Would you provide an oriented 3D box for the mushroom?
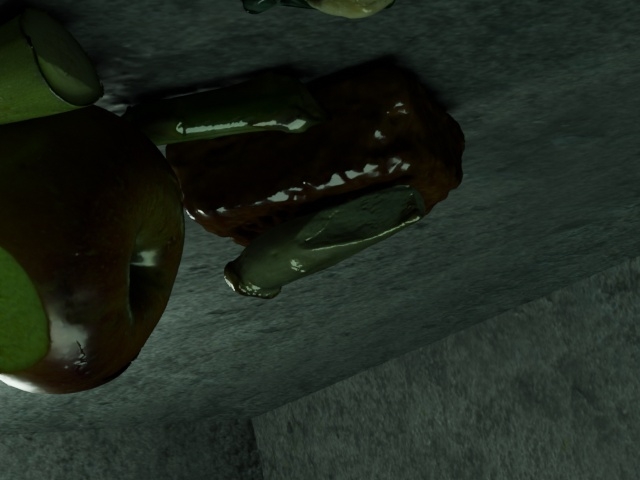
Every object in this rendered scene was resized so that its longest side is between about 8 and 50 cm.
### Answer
[{"bbox_3d":[-0.003,0.000,2.001,0.333,0.087,0.107,-26,159,33],"label":"mushroom"}]

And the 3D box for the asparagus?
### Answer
[{"bbox_3d":[-0.156,-0.172,1.892,0.343,0.082,0.085,-7,145,0],"label":"asparagus"}]

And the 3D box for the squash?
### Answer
[{"bbox_3d":[-0.389,-0.193,1.624,0.288,0.137,0.137,-10,168,36],"label":"squash"}]

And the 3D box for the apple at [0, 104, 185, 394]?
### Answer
[{"bbox_3d":[-0.368,0.002,1.764,0.374,0.383,0.374,13,-177,-1],"label":"apple"}]

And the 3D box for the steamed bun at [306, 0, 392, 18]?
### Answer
[{"bbox_3d":[0.008,-0.319,1.429,0.155,0.172,0.140,6,138,40],"label":"steamed bun"}]

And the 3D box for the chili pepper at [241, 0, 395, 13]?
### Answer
[{"bbox_3d":[0.003,-0.303,1.604,0.216,0.062,0.108,-4,162,-34],"label":"chili pepper"}]

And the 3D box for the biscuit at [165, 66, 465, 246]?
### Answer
[{"bbox_3d":[0.006,-0.105,2.090,0.395,0.166,0.343,-17,161,19],"label":"biscuit"}]
